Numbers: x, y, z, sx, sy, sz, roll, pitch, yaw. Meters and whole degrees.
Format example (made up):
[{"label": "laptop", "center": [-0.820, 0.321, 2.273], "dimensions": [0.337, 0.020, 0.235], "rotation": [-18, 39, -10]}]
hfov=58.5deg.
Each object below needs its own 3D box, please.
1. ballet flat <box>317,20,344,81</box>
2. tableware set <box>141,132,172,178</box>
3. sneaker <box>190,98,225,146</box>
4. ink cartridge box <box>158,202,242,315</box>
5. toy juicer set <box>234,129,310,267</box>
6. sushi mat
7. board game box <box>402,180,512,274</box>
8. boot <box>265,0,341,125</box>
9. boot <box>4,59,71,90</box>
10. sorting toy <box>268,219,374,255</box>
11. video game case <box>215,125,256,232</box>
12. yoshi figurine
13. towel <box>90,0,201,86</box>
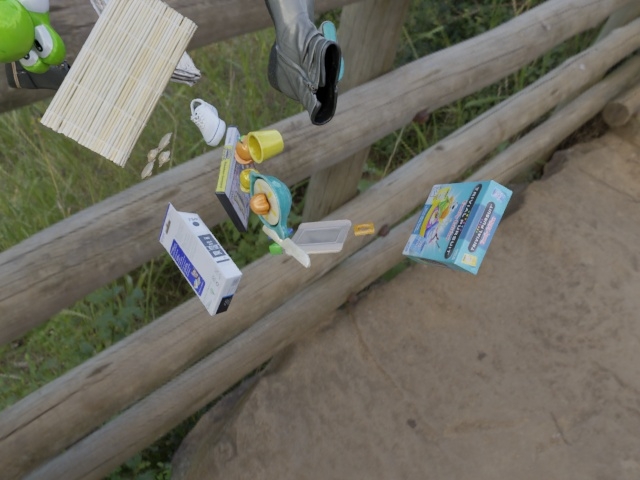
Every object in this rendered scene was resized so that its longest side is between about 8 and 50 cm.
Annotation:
[{"label": "ballet flat", "center": [0.035, -0.654, 2.000], "dimensions": [0.072, 0.068, 0.213], "rotation": [-12, 97, -18]}, {"label": "tableware set", "center": [-0.561, -0.290, 1.965], "dimensions": [0.020, 0.141, 0.168], "rotation": [35, 36, -36]}, {"label": "sneaker", "center": [-0.390, -0.397, 1.919], "dimensions": [0.091, 0.094, 0.258], "rotation": [24, 20, -34]}, {"label": "ink cartridge box", "center": [-0.360, 0.046, 1.684], "dimensions": [0.065, 0.165, 0.332], "rotation": [-16, 54, -42]}, {"label": "toy juicer set", "center": [-0.138, -0.094, 1.331], "dimensions": [0.090, 0.328, 0.209], "rotation": [-24, 20, -28]}, {"label": "sushi mat", "center": [-0.346, -0.300, 1.007], "dimensions": [0.152, 0.019, 0.316], "rotation": [28, 75, -22]}, {"label": "board game box", "center": [0.395, -0.045, 1.707], "dimensions": [0.079, 0.336, 0.253], "rotation": [26, 85, -16]}, {"label": "boot", "center": [-0.014, -0.309, 0.848], "dimensions": [0.084, 0.246, 0.161], "rotation": [-17, 39, -24]}, {"label": "boot", "center": [-0.625, -0.425, 1.270], "dimensions": [0.137, 0.197, 0.076], "rotation": [6, 45, -9]}, {"label": "sorting toy", "center": [0.000, 0.000, 1.794], "dimensions": [0.348, 0.047, 0.196], "rotation": [-4, 26, 15]}, {"label": "video game case", "center": [-0.270, -0.195, 1.869], "dimensions": [0.035, 0.275, 0.248], "rotation": [1, 65, 9]}, {"label": "yoshi figurine", "center": [-0.552, -0.431, 0.899], "dimensions": [0.204, 0.362, 0.203], "rotation": [-3, 35, 48]}, {"label": "towel", "center": [-0.419, -0.489, 1.374], "dimensions": [0.187, 0.049, 0.282], "rotation": [-8, 61, -55]}]
